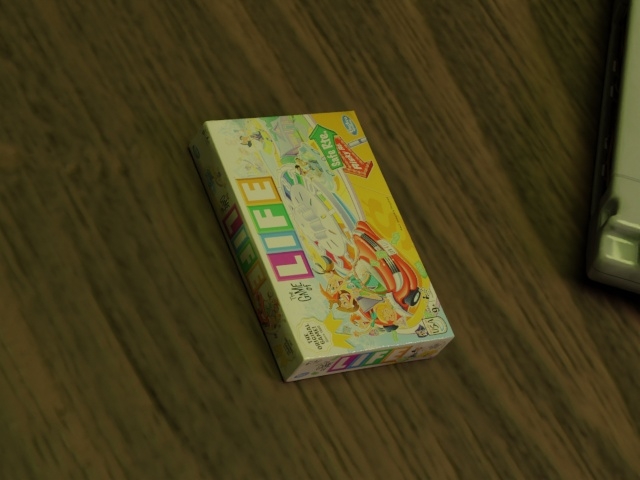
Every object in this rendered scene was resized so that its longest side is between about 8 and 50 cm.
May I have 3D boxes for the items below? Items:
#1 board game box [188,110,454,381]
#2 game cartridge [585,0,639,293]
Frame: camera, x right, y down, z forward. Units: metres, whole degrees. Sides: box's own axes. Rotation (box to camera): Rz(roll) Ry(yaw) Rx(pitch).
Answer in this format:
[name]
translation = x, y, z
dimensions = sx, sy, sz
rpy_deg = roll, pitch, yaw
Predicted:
[board game box]
translation = 0.000, 0.000, 1.064
dimensions = 0.103, 0.026, 0.154
rpy_deg = -7, 63, -34
[game cartridge]
translation = 0.280, -0.065, 1.238
dimensions = 0.196, 0.060, 0.294
rpy_deg = 14, 51, -1
